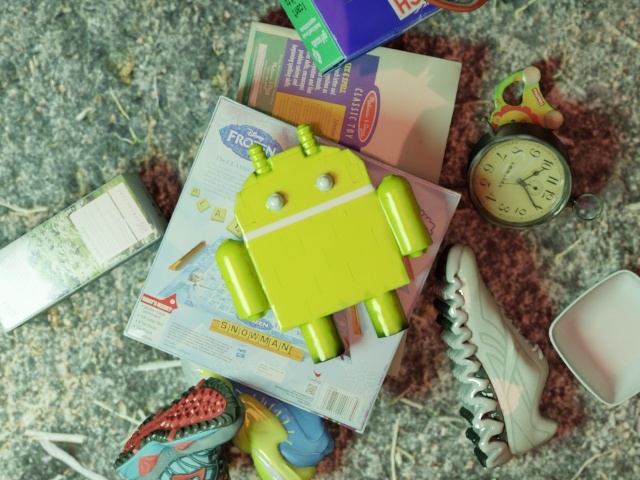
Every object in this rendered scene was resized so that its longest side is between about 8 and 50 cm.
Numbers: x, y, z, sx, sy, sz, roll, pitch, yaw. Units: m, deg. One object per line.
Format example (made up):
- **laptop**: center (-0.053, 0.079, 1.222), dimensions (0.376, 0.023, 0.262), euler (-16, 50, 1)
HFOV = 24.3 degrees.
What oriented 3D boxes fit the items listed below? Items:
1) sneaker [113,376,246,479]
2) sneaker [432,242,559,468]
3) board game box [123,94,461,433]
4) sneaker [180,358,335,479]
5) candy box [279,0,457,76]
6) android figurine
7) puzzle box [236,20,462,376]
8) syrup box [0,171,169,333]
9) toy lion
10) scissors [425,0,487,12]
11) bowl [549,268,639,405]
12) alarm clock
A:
- **sneaker**: center (-0.147, 0.256, 1.844), dimensions (0.125, 0.262, 0.104), euler (40, 54, -13)
- **sneaker**: center (0.217, 0.136, 1.860), dimensions (0.118, 0.110, 0.292), euler (-16, 103, -3)
- **board game box**: center (-0.034, 0.028, 1.816), dimensions (0.319, 0.066, 0.318), euler (23, 93, 0)
- **sneaker**: center (-0.074, 0.204, 1.896), dimensions (0.126, 0.091, 0.240), euler (-34, 85, -21)
- **candy box**: center (0.049, -0.401, 1.772), dimensions (0.268, 0.122, 0.317), euler (-30, 93, -12)
- **android figurine**: center (0.000, 0.000, 1.753), dimensions (0.248, 0.056, 0.272), euler (-20, 94, 2)
- **puzzle box**: center (0.008, -0.053, 1.872), dimensions (0.272, 0.052, 0.408), euler (12, 96, 2)
- **syrup box**: center (-0.315, 0.014, 1.872), dimensions (0.237, 0.096, 0.093), euler (-32, 91, 6)
- **toy lion**: center (0.250, -0.158, 1.862), dimensions (0.096, 0.034, 0.100), euler (-26, 94, 13)
- **scissors**: center (0.240, -0.293, 1.749), dimensions (0.297, 0.021, 0.109), euler (19, 87, -18)
- **bowl**: center (0.371, 0.119, 1.869), dimensions (0.142, 0.053, 0.142), euler (-39, 93, 6)
- **alarm clock**: center (0.264, -0.073, 1.841), dimensions (0.192, 0.064, 0.129), euler (26, 117, -4)
